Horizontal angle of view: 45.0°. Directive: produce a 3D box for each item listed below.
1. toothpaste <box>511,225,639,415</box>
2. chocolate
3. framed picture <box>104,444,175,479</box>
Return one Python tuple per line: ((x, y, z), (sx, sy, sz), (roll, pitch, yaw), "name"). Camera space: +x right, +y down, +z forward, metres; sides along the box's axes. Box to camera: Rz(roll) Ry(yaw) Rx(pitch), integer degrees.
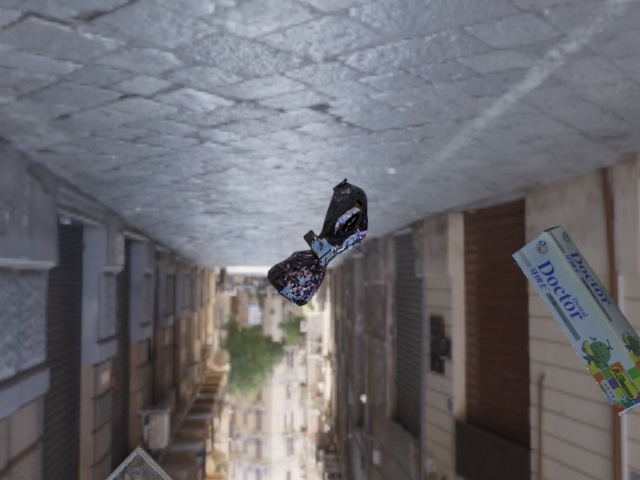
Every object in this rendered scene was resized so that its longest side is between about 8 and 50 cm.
((0.231, 0.067, 0.664), (0.034, 0.164, 0.046), (-16, 159, -43), "toothpaste")
((0.002, 0.003, 0.878), (0.072, 0.147, 0.070), (42, -161, 26), "chocolate")
((-0.172, 0.258, 0.768), (0.089, 0.066, 0.006), (45, 179, 3), "framed picture")
